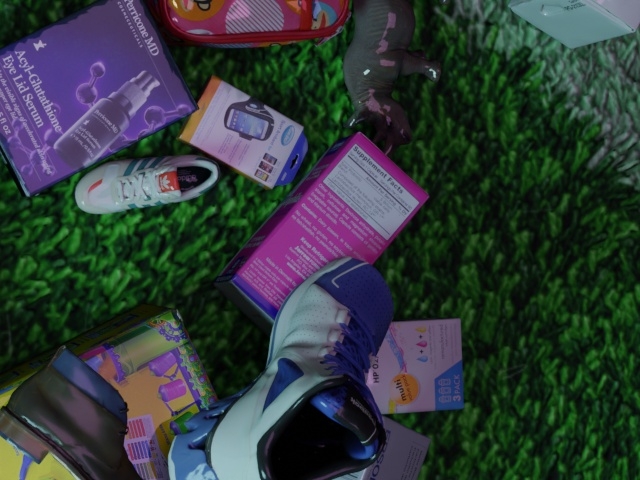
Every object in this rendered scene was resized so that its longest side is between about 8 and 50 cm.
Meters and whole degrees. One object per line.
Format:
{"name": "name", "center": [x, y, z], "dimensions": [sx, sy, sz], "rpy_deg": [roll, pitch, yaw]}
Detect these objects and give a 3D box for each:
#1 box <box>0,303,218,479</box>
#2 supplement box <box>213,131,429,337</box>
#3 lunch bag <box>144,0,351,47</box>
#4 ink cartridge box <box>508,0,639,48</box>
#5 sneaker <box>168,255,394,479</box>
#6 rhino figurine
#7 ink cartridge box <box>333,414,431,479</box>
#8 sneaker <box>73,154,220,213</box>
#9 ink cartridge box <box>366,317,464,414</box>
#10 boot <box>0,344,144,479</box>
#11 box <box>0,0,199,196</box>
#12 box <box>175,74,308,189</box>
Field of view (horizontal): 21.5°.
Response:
{"name": "box", "center": [-0.228, 0.255, 1.749], "dimensions": [0.279, 0.177, 0.290], "rpy_deg": [-26, 97, -15]}
{"name": "supplement box", "center": [0.000, 0.000, 1.852], "dimensions": [0.114, 0.111, 0.220], "rpy_deg": [43, 78, -8]}
{"name": "lunch bag", "center": [-0.070, -0.354, 1.838], "dimensions": [0.258, 0.120, 0.293], "rpy_deg": [-4, 93, -20]}
{"name": "ink cartridge box", "center": [0.337, -0.348, 1.924], "dimensions": [0.100, 0.172, 0.237], "rpy_deg": [32, 81, -14]}
{"name": "sneaker", "center": [0.009, 0.153, 1.664], "dimensions": [0.315, 0.182, 0.127], "rpy_deg": [-50, 119, -35]}
{"name": "rhino figurine", "center": [0.077, -0.207, 1.899], "dimensions": [0.106, 0.073, 0.243], "rpy_deg": [8, 88, -20]}
{"name": "ink cartridge box", "center": [0.051, 0.304, 1.821], "dimensions": [0.045, 0.224, 0.223], "rpy_deg": [18, 83, 25]}
{"name": "sneaker", "center": [-0.184, -0.064, 1.817], "dimensions": [0.161, 0.075, 0.057], "rpy_deg": [-10, 92, -17]}
{"name": "ink cartridge box", "center": [0.066, 0.143, 1.896], "dimensions": [0.181, 0.061, 0.104], "rpy_deg": [-3, 89, -16]}
{"name": "boot", "center": [-0.199, 0.196, 1.624], "dimensions": [0.219, 0.082, 0.106], "rpy_deg": [35, 84, -12]}
{"name": "box", "center": [-0.255, -0.156, 1.774], "dimensions": [0.207, 0.108, 0.153], "rpy_deg": [-29, 97, -10]}
{"name": "box", "center": [-0.083, -0.116, 1.874], "dimensions": [0.136, 0.028, 0.081], "rpy_deg": [30, 81, -17]}
